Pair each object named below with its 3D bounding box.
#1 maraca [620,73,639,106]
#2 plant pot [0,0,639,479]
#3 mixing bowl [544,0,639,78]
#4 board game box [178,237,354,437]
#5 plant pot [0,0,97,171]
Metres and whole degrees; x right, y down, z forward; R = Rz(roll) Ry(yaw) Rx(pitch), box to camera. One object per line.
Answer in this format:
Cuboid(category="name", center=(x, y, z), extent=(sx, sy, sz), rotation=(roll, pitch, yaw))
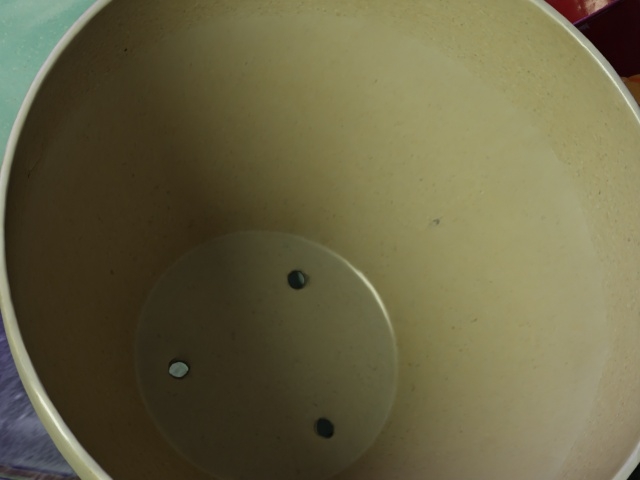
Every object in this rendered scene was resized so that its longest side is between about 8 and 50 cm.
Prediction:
Cuboid(category="maraca", center=(0.176, -0.039, 0.841), extent=(0.186, 0.099, 0.127), rotation=(-20, 28, -40))
Cuboid(category="plant pot", center=(-0.006, 0.030, 0.732), extent=(0.284, 0.284, 0.191), rotation=(-39, -7, -24))
Cuboid(category="mixing bowl", center=(0.173, -0.121, 1.047), extent=(0.181, 0.098, 0.181), rotation=(-27, 20, 10))
Cuboid(category="board game box", center=(0.000, 0.000, 1.006), extent=(0.224, 0.097, 0.303), rotation=(-35, 19, -11))
Cuboid(category="plant pot", center=(-0.095, -0.111, 0.979), extent=(0.293, 0.196, 0.293), rotation=(-28, 18, 10))
